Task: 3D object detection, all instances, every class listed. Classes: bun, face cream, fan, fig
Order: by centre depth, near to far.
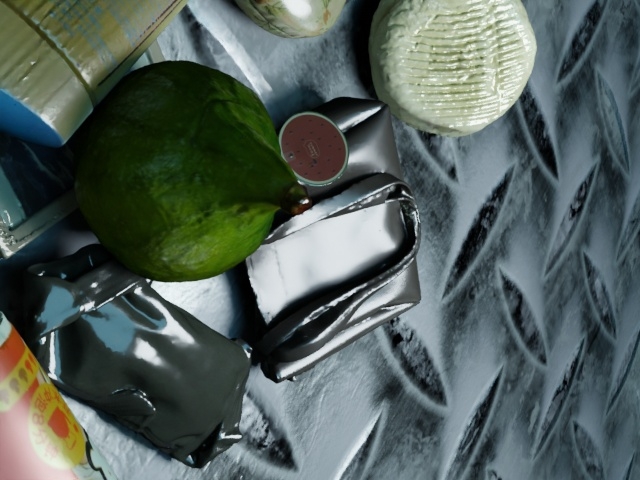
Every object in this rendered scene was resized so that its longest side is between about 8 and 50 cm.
[{"bbox_3d":[-0.198,-0.200,0.678,0.139,0.067,0.285,46,56,-25],"label":"face cream"},{"bbox_3d":[-0.086,-0.063,0.706,0.203,0.235,0.203,5,83,-48],"label":"fig"},{"bbox_3d":[-0.027,-0.091,0.883,0.133,0.005,0.085,-23,86,-28],"label":"fan"},{"bbox_3d":[0.159,-0.249,1.078,0.220,0.134,0.221,-3,111,-8],"label":"bun"}]

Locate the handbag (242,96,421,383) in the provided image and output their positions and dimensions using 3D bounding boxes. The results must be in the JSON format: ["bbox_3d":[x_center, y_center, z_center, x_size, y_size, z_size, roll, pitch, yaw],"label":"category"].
[{"bbox_3d":[0.000,0.000,0.966,0.257,0.113,0.286,-30,119,-35],"label":"handbag"}]

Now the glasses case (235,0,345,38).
[{"bbox_3d":[0.011,-0.424,0.912,0.156,0.098,0.426,31,72,-45],"label":"glasses case"}]

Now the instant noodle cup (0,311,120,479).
[{"bbox_3d":[-0.258,0.224,0.593,0.294,0.293,0.308,-39,117,-39],"label":"instant noodle cup"}]

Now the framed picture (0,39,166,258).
[{"bbox_3d":[-0.250,-0.189,0.695,0.247,0.022,0.335,-44,127,-40],"label":"framed picture"}]

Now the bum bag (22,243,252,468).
[{"bbox_3d":[-0.168,0.111,0.809,0.142,0.079,0.326,-57,138,-17],"label":"bum bag"}]
